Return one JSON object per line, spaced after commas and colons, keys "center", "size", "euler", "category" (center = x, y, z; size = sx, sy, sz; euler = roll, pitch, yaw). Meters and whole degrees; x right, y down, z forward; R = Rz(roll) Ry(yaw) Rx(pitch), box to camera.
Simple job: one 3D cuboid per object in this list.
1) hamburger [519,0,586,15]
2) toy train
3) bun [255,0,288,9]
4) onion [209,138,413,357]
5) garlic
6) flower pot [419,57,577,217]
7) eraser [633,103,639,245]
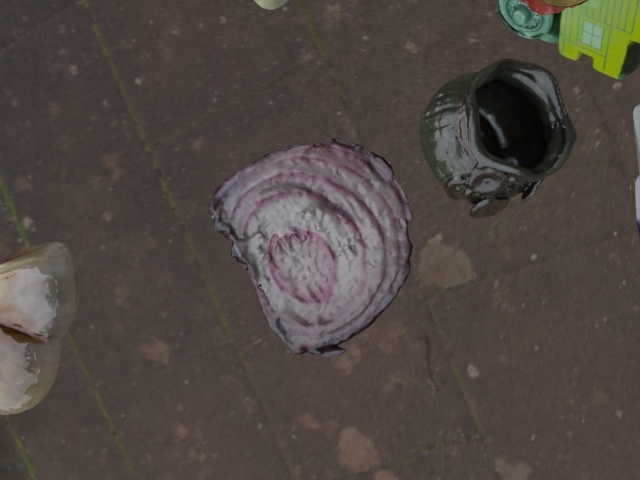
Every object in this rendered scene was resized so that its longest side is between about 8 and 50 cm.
{"center": [0.280, -0.376, 1.011], "size": [0.137, 0.175, 0.175], "euler": [44, 123, 52], "category": "hamburger"}
{"center": [0.413, -0.434, 1.184], "size": [0.272, 0.442, 0.179], "euler": [33, 72, 26], "category": "toy train"}
{"center": [-0.132, -0.629, 1.744], "size": [0.153, 0.244, 0.244], "euler": [-44, 83, -3], "category": "bun"}
{"center": [0.000, 0.000, 1.237], "size": [0.280, 0.146, 0.314], "euler": [-27, 100, -9], "category": "onion"}
{"center": [-0.300, 0.085, 0.802], "size": [0.124, 0.099, 0.175], "euler": [2, 82, 22], "category": "garlic"}
{"center": [0.359, -0.205, 1.644], "size": [0.302, 0.301, 0.213], "euler": [62, 153, -1], "category": "flower pot"}
{"center": [0.287, 0.037, 0.597], "size": [0.086, 0.130, 0.287], "euler": [-11, 133, 19], "category": "eraser"}
